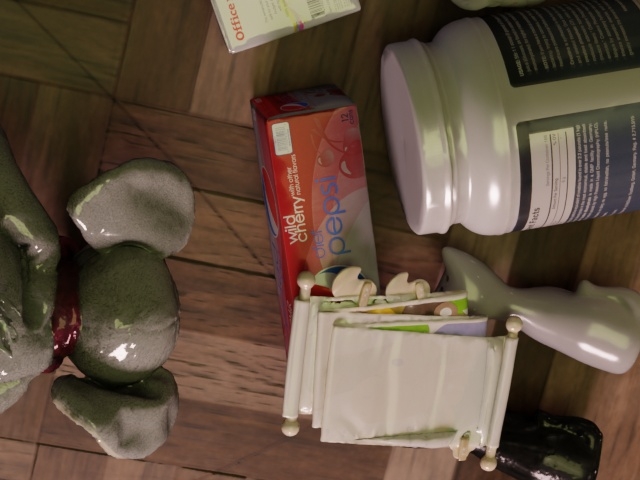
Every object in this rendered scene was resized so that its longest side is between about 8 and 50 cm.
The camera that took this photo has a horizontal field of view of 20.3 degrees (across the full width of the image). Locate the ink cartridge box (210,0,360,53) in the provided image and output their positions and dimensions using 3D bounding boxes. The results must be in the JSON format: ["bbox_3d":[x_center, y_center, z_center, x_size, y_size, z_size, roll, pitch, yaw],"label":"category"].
[{"bbox_3d":[-0.038,-0.225,1.549,0.122,0.052,0.088,-20,108,-5],"label":"ink cartridge box"}]

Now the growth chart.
[{"bbox_3d":[0.074,0.113,1.589,0.237,0.021,0.172,10,100,-22],"label":"growth chart"}]

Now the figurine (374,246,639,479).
[{"bbox_3d":[0.175,0.120,1.673,0.209,0.092,0.215,15,102,-9],"label":"figurine"}]

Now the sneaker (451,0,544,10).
[{"bbox_3d":[0.167,-0.311,1.553,0.115,0.090,0.232,3,95,-42],"label":"sneaker"}]

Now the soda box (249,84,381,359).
[{"bbox_3d":[0.000,0.000,1.599,0.083,0.092,0.263,-10,108,-10],"label":"soda box"}]

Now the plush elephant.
[{"bbox_3d":[-0.234,0.044,1.496,0.255,0.330,0.272,10,97,-31],"label":"plush elephant"}]

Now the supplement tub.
[{"bbox_3d":[0.202,-0.109,1.551,0.272,0.191,0.191,-9,107,-7],"label":"supplement tub"}]
